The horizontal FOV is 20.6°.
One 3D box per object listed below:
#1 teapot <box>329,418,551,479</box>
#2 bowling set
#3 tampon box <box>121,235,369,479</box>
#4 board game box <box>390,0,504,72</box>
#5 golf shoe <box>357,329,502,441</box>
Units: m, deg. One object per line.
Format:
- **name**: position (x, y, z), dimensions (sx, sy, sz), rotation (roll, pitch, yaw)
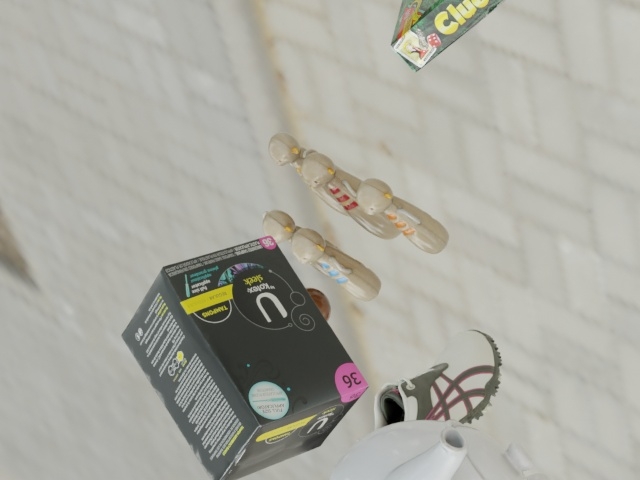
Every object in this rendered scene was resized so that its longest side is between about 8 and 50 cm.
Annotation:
- **teapot**: position (0.147, 0.281, 1.869), dimensions (0.252, 0.187, 0.256), rotation (49, -171, -15)
- **bowling set**: position (0.000, 0.000, 2.078), dimensions (0.154, 0.200, 0.287), rotation (36, 174, -27)
- **tampon box**: position (-0.064, 0.099, 1.463), dimensions (0.161, 0.120, 0.101), rotation (55, 138, 20)
- **board game box**: position (0.115, -0.217, 1.163), dimensions (0.030, 0.259, 0.136), rotation (39, 120, -16)
- **golf shoe**: position (0.138, 0.193, 2.159), dimensions (0.120, 0.273, 0.105), rotation (42, 136, -16)
